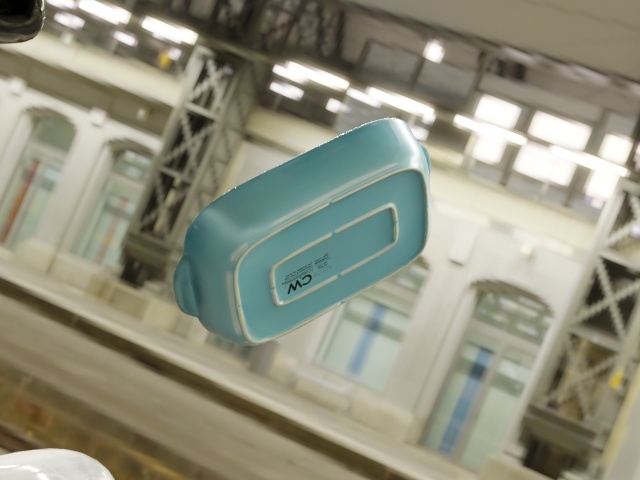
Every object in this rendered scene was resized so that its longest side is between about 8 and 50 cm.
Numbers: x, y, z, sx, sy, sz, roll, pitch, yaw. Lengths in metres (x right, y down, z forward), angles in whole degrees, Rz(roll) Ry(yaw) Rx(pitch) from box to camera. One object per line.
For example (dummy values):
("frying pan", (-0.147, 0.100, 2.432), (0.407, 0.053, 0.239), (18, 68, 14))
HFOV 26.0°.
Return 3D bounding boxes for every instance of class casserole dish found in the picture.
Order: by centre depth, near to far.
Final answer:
("casserole dish", (0.000, 0.000, 0.843), (0.037, 0.188, 0.114), (44, -27, 41))

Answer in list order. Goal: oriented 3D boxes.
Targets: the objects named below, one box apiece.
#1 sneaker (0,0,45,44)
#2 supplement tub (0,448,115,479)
("sneaker", (-0.233, -0.214, 0.748), (0.106, 0.101, 0.267), (31, -19, 54))
("supplement tub", (-0.125, 0.259, 0.469), (0.207, 0.338, 0.207), (-18, -13, -4))
